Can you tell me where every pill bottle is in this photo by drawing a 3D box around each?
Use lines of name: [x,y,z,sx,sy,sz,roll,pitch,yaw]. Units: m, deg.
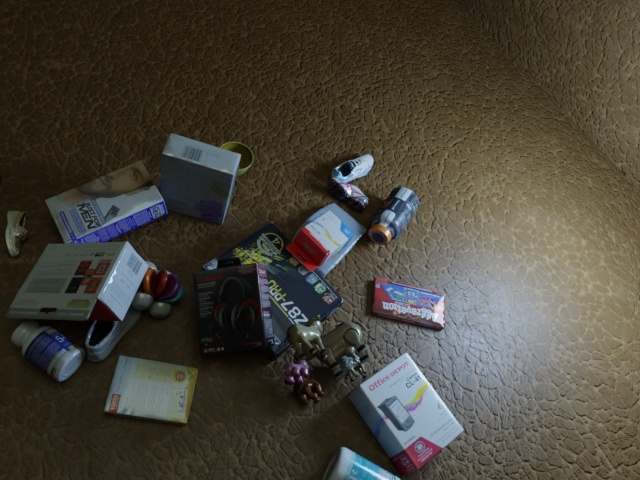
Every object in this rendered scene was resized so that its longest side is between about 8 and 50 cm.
pill bottle: [0.282,-0.090,2.212,0.130,0.130,0.245,35,56,5]
pill bottle: [-0.794,0.314,1.632,0.187,0.112,0.112,33,56,6]
pill bottle: [0.142,0.736,1.656,0.264,0.146,0.146,30,56,1]

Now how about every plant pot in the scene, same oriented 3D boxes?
plant pot: [-0.332,-0.297,2.161,0.134,0.095,0.134,8,57,-13]

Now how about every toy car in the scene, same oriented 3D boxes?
toy car: [-0.512,0.148,1.786,0.182,0.136,0.159,40,38,-48]

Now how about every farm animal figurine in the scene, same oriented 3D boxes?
farm animal figurine: [0.003,0.340,1.763,0.327,0.330,0.172,-18,49,-22]

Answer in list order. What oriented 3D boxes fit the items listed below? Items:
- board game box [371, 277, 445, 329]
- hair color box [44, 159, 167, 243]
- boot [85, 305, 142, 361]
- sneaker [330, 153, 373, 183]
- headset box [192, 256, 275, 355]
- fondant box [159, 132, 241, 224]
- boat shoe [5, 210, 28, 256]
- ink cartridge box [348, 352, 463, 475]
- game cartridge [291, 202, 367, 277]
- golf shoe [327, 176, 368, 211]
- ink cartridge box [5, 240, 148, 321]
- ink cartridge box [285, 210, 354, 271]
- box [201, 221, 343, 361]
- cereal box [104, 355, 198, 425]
board game box: [0.329,0.235,2.092,0.281,0.027,0.145,13,58,-10]
hair color box: [-0.713,-0.112,1.885,0.339,0.110,0.185,-27,71,-19]
boot: [-0.626,0.244,1.721,0.095,0.123,0.258,25,56,-2]
sneaker: [0.139,-0.302,2.322,0.237,0.086,0.085,-34,73,-32]
headset box: [-0.274,0.201,1.768,0.218,0.110,0.293,-8,81,10]
fondant box: [-0.421,-0.201,1.932,0.238,0.330,0.096,16,59,-8]
boat shoe: [-0.976,-0.027,1.811,0.059,0.063,0.170,-7,62,-15]
ink cartridge box: [0.272,0.557,1.817,0.226,0.131,0.306,-27,72,-29]
game cartridge: [0.020,-0.010,2.127,0.198,0.062,0.297,41,57,4]
golf shoe: [0.111,-0.195,2.260,0.186,0.067,0.086,38,49,-8]
ink cartridge box: [-0.715,0.147,1.658,0.310,0.130,0.271,-1,51,21]
ink cartridge box: [0.000,0.000,2.007,0.134,0.078,0.231,43,43,10]
box: [-0.166,0.166,1.934,0.318,0.097,0.395,-35,75,-28]
cereal box: [-0.503,0.450,1.682,0.240,0.047,0.173,13,57,-10]
